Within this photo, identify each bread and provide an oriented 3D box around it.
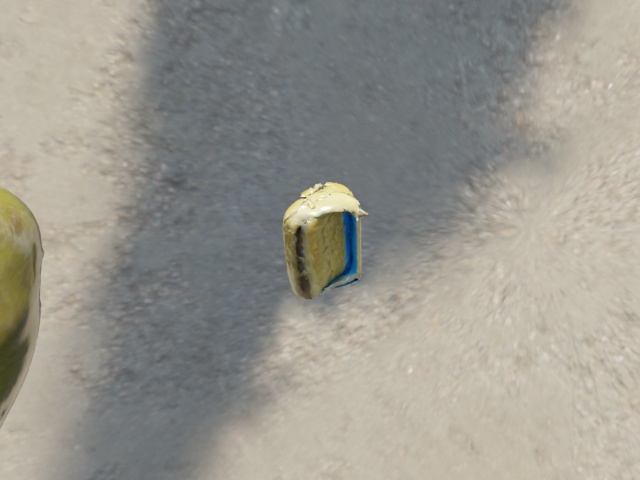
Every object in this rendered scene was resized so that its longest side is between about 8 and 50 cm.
[{"bbox_3d":[0.000,0.000,0.989,0.072,0.106,0.053,-19,45,-16],"label":"bread"}]

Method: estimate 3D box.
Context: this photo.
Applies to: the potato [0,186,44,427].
[{"bbox_3d":[-0.293,0.102,0.641,0.202,0.218,0.351,21,58,39],"label":"potato"}]
